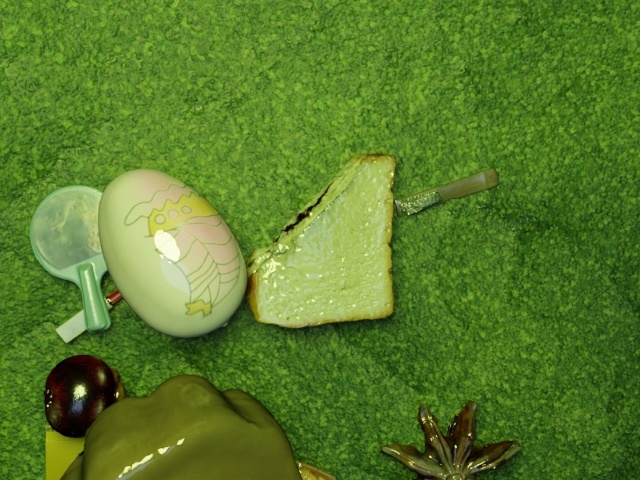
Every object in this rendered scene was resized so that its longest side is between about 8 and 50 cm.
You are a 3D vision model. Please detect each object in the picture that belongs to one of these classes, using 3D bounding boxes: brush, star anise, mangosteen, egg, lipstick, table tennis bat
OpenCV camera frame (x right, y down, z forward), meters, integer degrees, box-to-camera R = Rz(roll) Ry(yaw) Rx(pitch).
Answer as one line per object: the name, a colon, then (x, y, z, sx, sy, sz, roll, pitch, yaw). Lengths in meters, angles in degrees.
brush: (0.222, -0.083, 1.046, 0.190, 0.027, 0.034, -18, 104, -5)
star anise: (0.238, 0.431, 1.110, 0.288, 0.088, 0.289, 0, 88, 2)
mangosteen: (-0.377, 0.253, 0.988, 0.140, 0.140, 0.140, -1, 100, -7)
egg: (-0.224, 0.017, 0.921, 0.196, 0.196, 0.271, -19, 99, -4)
lipstick: (-0.373, 0.117, 1.002, 0.129, 0.030, 0.030, -37, 103, -5)
table tennis bat: (-0.379, 0.029, 0.968, 0.149, 0.038, 0.237, -11, 91, -9)

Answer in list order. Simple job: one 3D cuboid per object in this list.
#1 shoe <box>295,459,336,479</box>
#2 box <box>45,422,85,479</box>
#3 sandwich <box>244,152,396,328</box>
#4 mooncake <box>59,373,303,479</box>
shoe: (-0.024, 0.437, 1.084, 0.109, 0.072, 0.069, 32, 64, -34)
box: (-0.394, 0.441, 1.052, 0.152, 0.041, 0.279, 3, 99, -7)
sandwich: (0.001, 0.001, 0.995, 0.254, 0.099, 0.289, 0, 101, -8)
mooncake: (-0.218, 0.403, 0.956, 0.378, 0.200, 0.379, -10, 110, -29)
